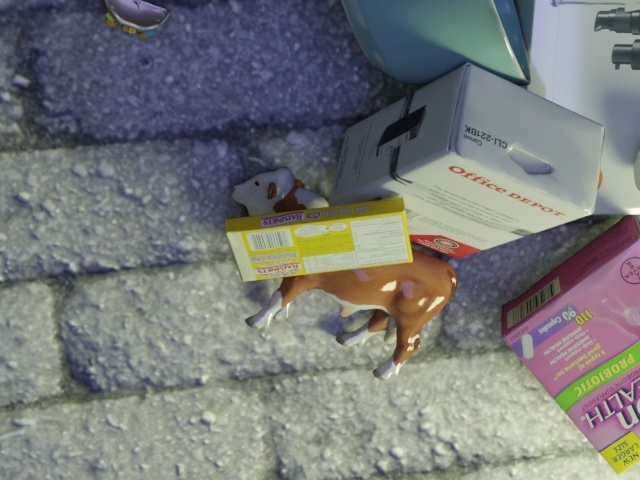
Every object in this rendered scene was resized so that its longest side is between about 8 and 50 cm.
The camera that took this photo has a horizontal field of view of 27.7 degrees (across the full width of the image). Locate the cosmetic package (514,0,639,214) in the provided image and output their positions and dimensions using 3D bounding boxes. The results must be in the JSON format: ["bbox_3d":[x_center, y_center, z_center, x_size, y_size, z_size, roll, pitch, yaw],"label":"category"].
[{"bbox_3d":[0.379,-0.221,1.610,0.284,0.097,0.377,-1,106,-8],"label":"cosmetic package"}]

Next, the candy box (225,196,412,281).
[{"bbox_3d":[0.000,0.000,1.502,0.206,0.027,0.105,-7,147,5],"label":"candy box"}]

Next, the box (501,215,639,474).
[{"bbox_3d":[0.386,0.131,1.650,0.213,0.117,0.243,-38,99,17],"label":"box"}]

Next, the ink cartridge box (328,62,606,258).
[{"bbox_3d":[0.164,-0.083,1.495,0.197,0.273,0.114,21,71,-23],"label":"ink cartridge box"}]

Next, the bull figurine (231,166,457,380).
[{"bbox_3d":[0.014,0.039,1.613,0.310,0.101,0.188,25,107,-10],"label":"bull figurine"}]

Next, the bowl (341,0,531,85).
[{"bbox_3d":[0.113,-0.299,1.457,0.163,0.311,0.311,-16,109,15],"label":"bowl"}]

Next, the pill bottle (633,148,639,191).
[{"bbox_3d":[0.446,-0.083,1.577,0.116,0.065,0.065,5,104,-13],"label":"pill bottle"}]

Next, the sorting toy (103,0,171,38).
[{"bbox_3d":[-0.217,-0.257,1.500,0.083,0.075,0.044,18,101,-14],"label":"sorting toy"}]
